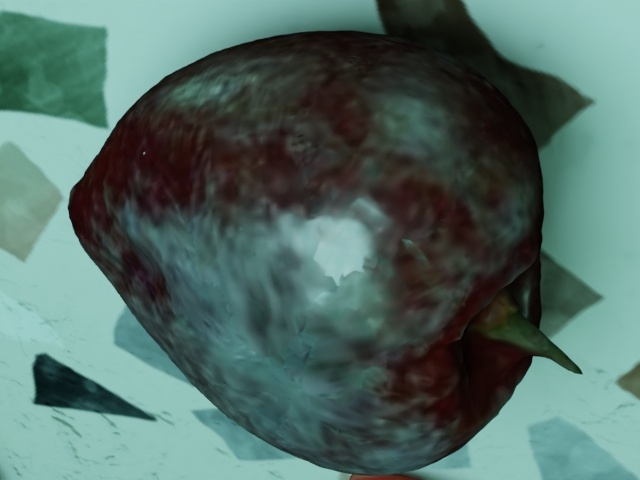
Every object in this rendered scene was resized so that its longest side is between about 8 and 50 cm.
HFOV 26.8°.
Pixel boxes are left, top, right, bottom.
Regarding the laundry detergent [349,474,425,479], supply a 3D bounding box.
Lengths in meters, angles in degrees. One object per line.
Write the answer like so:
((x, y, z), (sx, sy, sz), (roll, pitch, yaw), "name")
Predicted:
((0.096, 0.212, 0.934), (0.165, 0.049, 0.097), (11, 124, 10), "laundry detergent")

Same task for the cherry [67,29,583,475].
((0.000, 0.000, 0.717), (0.300, 0.203, 0.230), (16, 136, 21), "cherry")
